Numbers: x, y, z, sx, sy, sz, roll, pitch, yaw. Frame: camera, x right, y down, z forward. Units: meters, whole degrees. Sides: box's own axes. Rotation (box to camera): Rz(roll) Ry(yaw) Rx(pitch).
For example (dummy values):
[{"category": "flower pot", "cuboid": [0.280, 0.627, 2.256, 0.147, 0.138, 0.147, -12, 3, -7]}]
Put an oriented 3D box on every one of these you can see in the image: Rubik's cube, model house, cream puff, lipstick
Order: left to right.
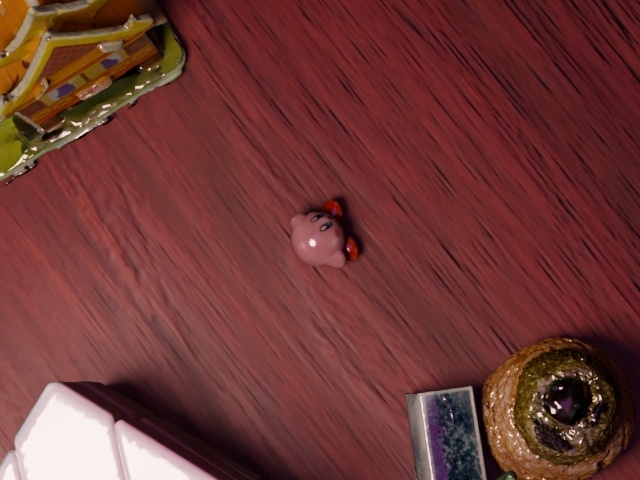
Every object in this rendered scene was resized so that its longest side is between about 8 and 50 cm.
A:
[{"category": "model house", "cuboid": [-0.375, -0.241, 1.695, 0.358, 0.313, 0.242, -30, 81, 1]}, {"category": "Rubik's cube", "cuboid": [-0.215, 0.364, 1.616, 0.319, 0.316, 0.321, 30, 87, 5]}, {"category": "lipstick", "cuboid": [0.158, 0.317, 1.718, 0.078, 0.076, 0.289, -7, 86, -13]}, {"category": "cream puff", "cuboid": [0.276, 0.198, 1.681, 0.183, 0.169, 0.183, 0, 84, 1]}]

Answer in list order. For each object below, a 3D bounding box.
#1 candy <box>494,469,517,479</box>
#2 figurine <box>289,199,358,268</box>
[{"category": "candy", "cuboid": [0.118, 0.333, 1.643, 0.083, 0.305, 0.091, 26, 44, -22]}, {"category": "figurine", "cuboid": [0.000, 0.000, 1.768, 0.083, 0.071, 0.067, 55, 131, 14]}]
